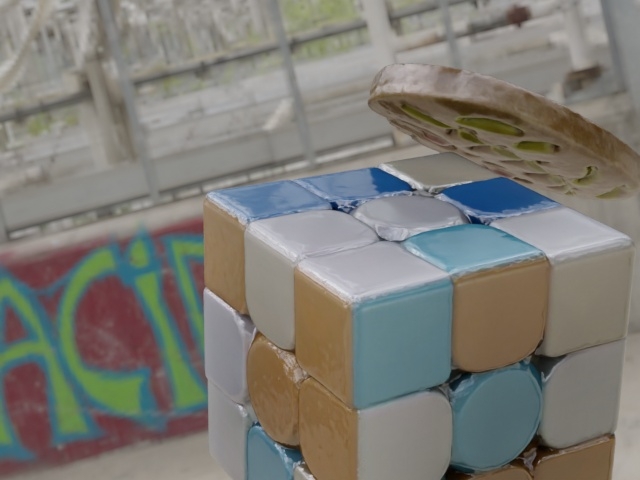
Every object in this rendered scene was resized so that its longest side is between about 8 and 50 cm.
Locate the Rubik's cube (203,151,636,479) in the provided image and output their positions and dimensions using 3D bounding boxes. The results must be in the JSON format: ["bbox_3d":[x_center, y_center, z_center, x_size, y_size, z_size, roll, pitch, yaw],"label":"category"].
[{"bbox_3d":[0.093,0.126,1.431,0.346,0.344,0.347,-10,25,-28],"label":"Rubik's cube"}]

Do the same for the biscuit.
[{"bbox_3d":[0.227,-0.128,1.717,0.394,0.070,0.350,21,-6,-34],"label":"biscuit"}]
